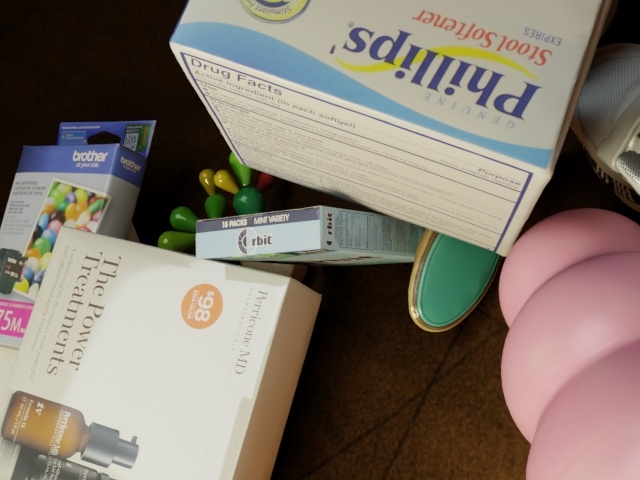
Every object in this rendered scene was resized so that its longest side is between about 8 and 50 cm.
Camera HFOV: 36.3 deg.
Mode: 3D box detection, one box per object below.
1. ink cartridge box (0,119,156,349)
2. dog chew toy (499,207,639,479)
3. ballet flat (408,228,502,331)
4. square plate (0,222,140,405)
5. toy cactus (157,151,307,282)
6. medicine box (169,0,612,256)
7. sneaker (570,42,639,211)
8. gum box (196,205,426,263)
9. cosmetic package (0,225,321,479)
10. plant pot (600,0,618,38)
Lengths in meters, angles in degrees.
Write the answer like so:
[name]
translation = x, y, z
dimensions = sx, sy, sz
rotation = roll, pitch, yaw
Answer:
[ink cartridge box]
translation = -0.319, -0.013, 1.209
dimensions = 0.185, 0.065, 0.311
rotation = 4, 73, 36
[dog chew toy]
translation = 0.224, 0.104, 0.688
dimensions = 0.206, 0.206, 0.332
rotation = -37, 39, 20
[ballet flat]
translation = 0.142, -0.020, 0.926
dimensions = 0.232, 0.080, 0.073
rotation = -62, 16, -9
[square plate]
translation = -0.346, 0.132, 1.241
dimensions = 0.344, 0.049, 0.347
rotation = -41, 54, 17
[toy cactus]
translation = -0.096, 0.011, 1.104
dimensions = 0.180, 0.112, 0.219
rotation = 22, 79, 27
[medicine box]
translation = 0.058, -0.120, 0.761
dimensions = 0.263, 0.289, 0.149
rotation = 20, 80, 9
[sneaker]
translation = 0.280, -0.081, 0.723
dimensions = 0.137, 0.210, 0.366
rotation = -46, 45, 11
[gum box]
translation = 0.000, 0.000, 0.943
dimensions = 0.157, 0.184, 0.041
rotation = -4, 83, 40
[cosmetic package]
translation = -0.187, 0.196, 0.984
dimensions = 0.284, 0.097, 0.377
rotation = 12, 79, 23
[plant pot]
translation = 0.215, -0.303, 0.889
dimensions = 0.229, 0.263, 0.263
rotation = -33, 39, -22
